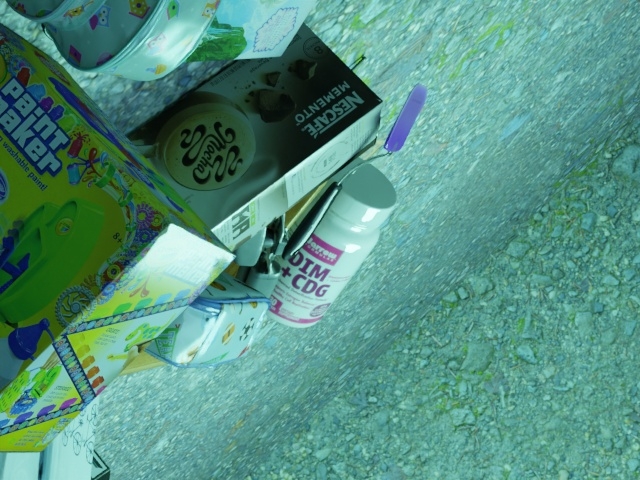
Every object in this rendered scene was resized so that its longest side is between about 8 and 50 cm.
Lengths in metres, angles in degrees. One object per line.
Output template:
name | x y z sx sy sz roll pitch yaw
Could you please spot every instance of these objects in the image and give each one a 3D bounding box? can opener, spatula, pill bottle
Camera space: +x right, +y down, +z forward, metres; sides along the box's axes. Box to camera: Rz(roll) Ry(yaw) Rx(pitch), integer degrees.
can opener | -0.111 0.035 1.747 0.095 0.076 0.283 1 144 -20
spatula | 0.045 -0.084 1.525 0.296 0.030 0.084 -47 167 15
pill bottle | 0.000 0.000 1.962 0.160 0.160 0.283 -20 151 -52

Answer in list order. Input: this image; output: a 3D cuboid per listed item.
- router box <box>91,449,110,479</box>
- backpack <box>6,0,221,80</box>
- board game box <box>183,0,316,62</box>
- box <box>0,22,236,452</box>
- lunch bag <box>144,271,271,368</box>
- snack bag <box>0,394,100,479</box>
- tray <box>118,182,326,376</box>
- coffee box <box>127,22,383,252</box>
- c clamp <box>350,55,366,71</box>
router box | -0.516 0.524 2.173 0.243 0.081 0.309 -34 160 -29
backpack | -0.180 -0.230 0.977 0.166 0.188 0.144 -48 162 18
board game box | -0.071 -0.325 1.202 0.318 0.066 0.318 -18 149 -55
box | -0.292 -0.002 1.094 0.279 0.290 0.177 -45 162 3
lunch bag | -0.214 0.067 1.533 0.115 0.243 0.303 -62 162 4
snack bag | -0.351 0.221 1.535 0.037 0.323 0.342 1 155 6
tray | -0.179 0.035 1.796 0.411 0.076 0.203 -51 161 20
coffee box | -0.086 -0.122 1.475 0.297 0.168 0.119 -37 162 -18
c clamp | 0.022 -0.196 1.782 0.137 0.022 0.160 -39 162 -14
